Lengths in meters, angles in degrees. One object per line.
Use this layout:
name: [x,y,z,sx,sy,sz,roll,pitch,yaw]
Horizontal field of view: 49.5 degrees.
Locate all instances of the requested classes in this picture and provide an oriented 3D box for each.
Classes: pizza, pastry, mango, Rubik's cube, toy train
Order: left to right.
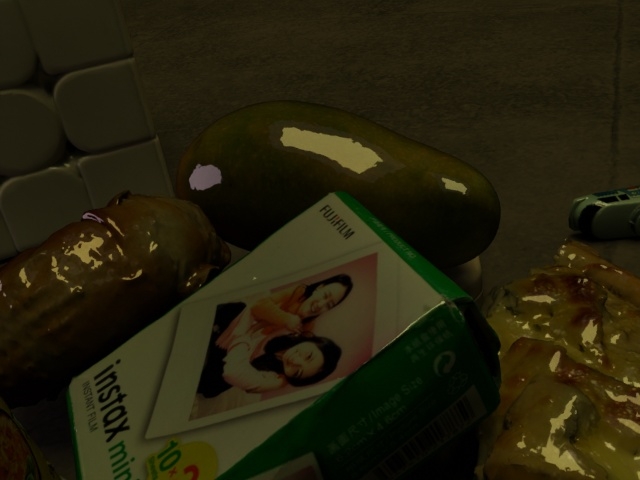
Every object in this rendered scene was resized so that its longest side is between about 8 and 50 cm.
Rubik's cube: [-0.371,-0.176,0.852,0.290,0.291,0.292,-18,33,-13]
pastry: [-0.181,0.046,0.550,0.229,0.100,0.218,-36,2,-28]
mango: [0.009,-0.038,0.579,0.289,0.146,0.129,18,54,24]
pizza: [0.176,0.094,0.459,0.223,0.089,0.323,-9,31,-4]
toy train: [0.341,-0.035,0.657,0.207,0.043,0.047,-10,35,0]

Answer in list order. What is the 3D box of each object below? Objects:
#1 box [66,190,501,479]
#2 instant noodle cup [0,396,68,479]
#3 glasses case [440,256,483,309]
box: [-0.030,0.096,0.430,0.250,0.103,0.180,-36,34,-5]
instant noodle cup: [-0.241,0.161,0.405,0.182,0.144,0.182,-7,32,5]
glasses case: [0.104,0.004,0.654,0.083,0.050,0.196,-8,32,8]
